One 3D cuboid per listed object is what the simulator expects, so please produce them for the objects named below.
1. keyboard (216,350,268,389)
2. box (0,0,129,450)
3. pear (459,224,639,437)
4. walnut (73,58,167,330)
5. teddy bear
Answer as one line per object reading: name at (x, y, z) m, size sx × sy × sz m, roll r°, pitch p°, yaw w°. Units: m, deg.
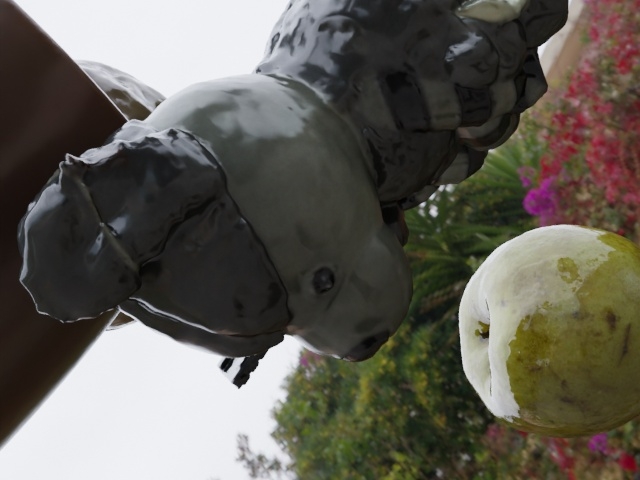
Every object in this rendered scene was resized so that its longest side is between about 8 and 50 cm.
keyboard at (0.000, 0.000, 0.933) m, size 0.018 × 0.101 × 0.310 m, roll 35°, pitch -98°, yaw -12°
box at (-0.238, -0.033, 0.578) m, size 0.216 × 0.301 × 0.301 m, roll -47°, pitch -52°, yaw -11°
pear at (0.347, 0.122, 1.368) m, size 0.304 × 0.304 × 0.304 m, roll -13°, pitch -60°, yaw -24°
walnut at (-0.213, -0.040, 0.920) m, size 0.248 × 0.248 × 0.248 m, roll -13°, pitch -60°, yaw -24°
teddy bear at (-0.008, -0.020, 0.464) m, size 0.144 × 0.171 × 0.251 m, roll 44°, pitch -108°, yaw 3°
